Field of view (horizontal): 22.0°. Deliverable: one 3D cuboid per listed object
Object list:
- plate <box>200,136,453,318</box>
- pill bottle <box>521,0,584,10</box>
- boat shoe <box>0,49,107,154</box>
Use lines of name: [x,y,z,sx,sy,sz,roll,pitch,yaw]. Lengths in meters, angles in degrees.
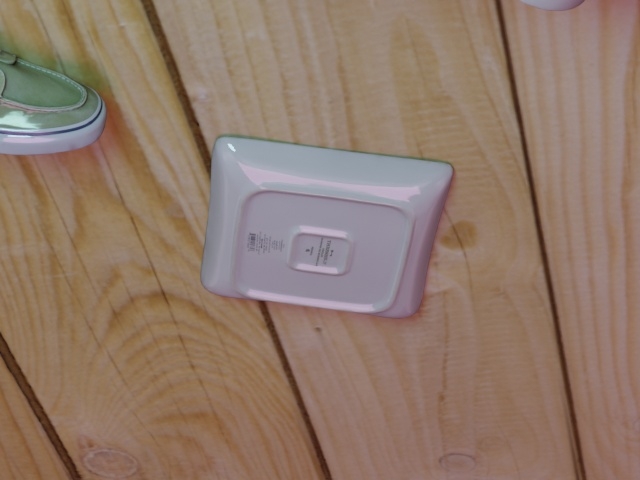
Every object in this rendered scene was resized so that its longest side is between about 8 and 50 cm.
plate: [0.000,0.000,1.956,0.278,0.045,0.277,7,139,-3]
pill bottle: [0.250,-0.344,1.454,0.162,0.162,0.278,18,137,-15]
boat shoe: [-0.377,-0.167,1.755,0.302,0.109,0.094,10,137,-2]
